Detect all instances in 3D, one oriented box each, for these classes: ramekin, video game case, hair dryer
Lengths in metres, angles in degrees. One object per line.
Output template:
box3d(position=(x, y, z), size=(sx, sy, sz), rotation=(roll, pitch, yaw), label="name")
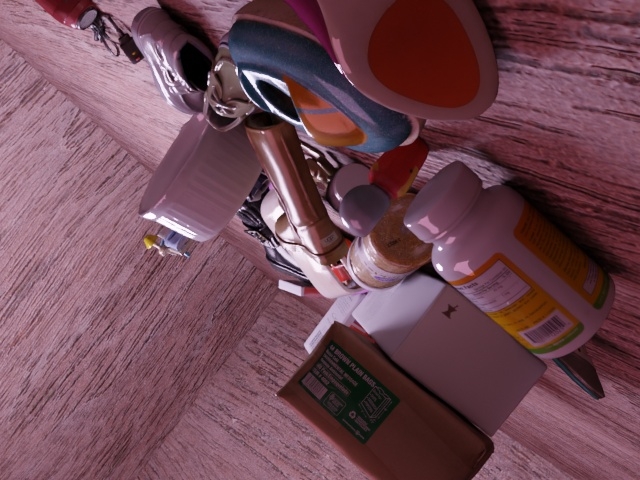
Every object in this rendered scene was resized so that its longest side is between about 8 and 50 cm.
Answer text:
box3d(position=(-0.219, -0.131, 1.474), size=(0.135, 0.277, 0.277), rotation=(32, 173, -21), label="ramekin")
box3d(position=(0.057, 0.124, 1.922), size=(0.285, 0.025, 0.204), rotation=(4, -179, -18), label="video game case")
box3d(position=(-0.493, -0.449, 1.514), size=(0.293, 0.080, 0.223), rotation=(45, 169, -37), label="hair dryer")

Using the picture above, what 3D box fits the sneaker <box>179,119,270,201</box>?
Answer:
box3d(position=(-0.196, -0.173, 1.672), size=(0.163, 0.086, 0.226), rotation=(44, -174, 38), label="sneaker")

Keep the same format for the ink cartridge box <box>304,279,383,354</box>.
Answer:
box3d(position=(0.170, 0.237, 1.796), size=(0.309, 0.272, 0.130), rotation=(35, -174, -17), label="ink cartridge box")

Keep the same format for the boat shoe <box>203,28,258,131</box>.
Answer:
box3d(position=(-0.122, -0.227, 1.155), size=(0.109, 0.094, 0.302), rotation=(38, 171, -3), label="boat shoe")

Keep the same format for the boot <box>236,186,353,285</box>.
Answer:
box3d(position=(-0.072, -0.032, 1.817), size=(0.347, 0.131, 0.260), rotation=(7, 136, 45), label="boot")

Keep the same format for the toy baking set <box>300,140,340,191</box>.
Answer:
box3d(position=(-0.008, -0.125, 1.420), size=(0.196, 0.030, 0.256), rotation=(26, 165, 51), label="toy baking set")

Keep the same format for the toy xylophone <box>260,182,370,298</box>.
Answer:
box3d(position=(0.000, 0.000, 1.604), size=(0.323, 0.081, 0.236), rotation=(56, 155, -14), label="toy xylophone")

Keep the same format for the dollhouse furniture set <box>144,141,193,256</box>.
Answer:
box3d(position=(-0.361, -0.104, 2.005), size=(0.198, 0.303, 0.286), rotation=(40, 170, -20), label="dollhouse furniture set")

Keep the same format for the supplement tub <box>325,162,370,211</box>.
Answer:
box3d(position=(0.049, -0.085, 1.278), size=(0.071, 0.071, 0.107), rotation=(38, 171, -3), label="supplement tub")

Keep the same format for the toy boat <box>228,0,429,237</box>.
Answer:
box3d(position=(0.027, -0.132, 0.891), size=(0.267, 0.148, 0.318), rotation=(29, 167, 41), label="toy boat")

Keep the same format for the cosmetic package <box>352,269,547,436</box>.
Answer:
box3d(position=(0.223, 0.185, 1.473), size=(0.230, 0.161, 0.453), rotation=(39, 179, -6), label="cosmetic package")

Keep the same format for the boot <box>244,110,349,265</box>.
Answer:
box3d(position=(-0.059, -0.105, 1.344), size=(0.236, 0.089, 0.270), rotation=(23, 144, 58), label="boot")

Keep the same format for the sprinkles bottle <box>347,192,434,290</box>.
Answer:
box3d(position=(0.120, 0.012, 1.329), size=(0.121, 0.121, 0.355), rotation=(37, 170, 3), label="sprinkles bottle")

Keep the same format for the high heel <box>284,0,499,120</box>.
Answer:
box3d(position=(0.008, -0.251, 0.659), size=(0.377, 0.127, 0.181), rotation=(38, -160, -28), label="high heel")

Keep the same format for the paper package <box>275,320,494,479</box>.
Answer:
box3d(position=(0.126, 0.315, 1.337), size=(0.324, 0.168, 0.309), rotation=(39, 178, 20), label="paper package")

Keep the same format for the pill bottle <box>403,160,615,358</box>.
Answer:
box3d(position=(0.224, 0.020, 0.929), size=(0.245, 0.136, 0.136), rotation=(40, 170, -11), label="pill bottle")

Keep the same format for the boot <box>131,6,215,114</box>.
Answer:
box3d(position=(-0.221, -0.273, 1.291), size=(0.123, 0.095, 0.258), rotation=(41, 172, 26), label="boot")

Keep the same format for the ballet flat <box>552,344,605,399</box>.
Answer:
box3d(position=(0.383, 0.166, 1.233), size=(0.213, 0.068, 0.072), rotation=(41, -179, 37), label="ballet flat")
